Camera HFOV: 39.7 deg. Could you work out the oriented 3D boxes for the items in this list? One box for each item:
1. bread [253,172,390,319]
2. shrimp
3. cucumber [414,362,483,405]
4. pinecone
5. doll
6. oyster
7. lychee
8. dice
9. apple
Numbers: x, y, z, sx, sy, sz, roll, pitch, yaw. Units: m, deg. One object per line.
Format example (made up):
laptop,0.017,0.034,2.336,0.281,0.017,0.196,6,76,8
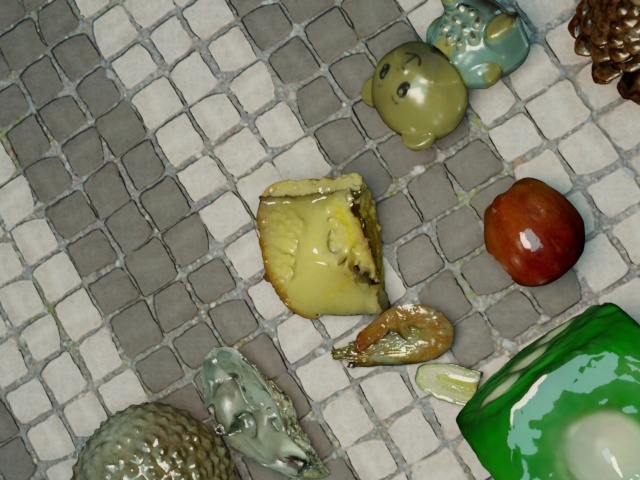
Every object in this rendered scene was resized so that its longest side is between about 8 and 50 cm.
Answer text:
bread,0.000,0.000,1.475,0.204,0.163,0.262,-7,119,7
shrimp,0.117,0.163,1.486,0.217,0.051,0.115,-14,108,17
cucumber,0.214,0.234,1.482,0.107,0.035,0.067,14,100,17
pinecone,0.528,-0.316,1.351,0.264,0.264,0.264,-1,87,11
doll,0.200,-0.279,1.452,0.260,0.161,0.177,-42,61,4
oyster,-0.101,0.292,1.514,0.252,0.087,0.200,11,98,19
lychee,-0.276,0.399,1.459,0.274,0.255,0.255,24,91,27
dice,0.400,0.281,1.312,0.297,0.300,0.287,-41,83,5
apple,0.338,-0.016,1.410,0.156,0.147,0.158,-36,93,-19
